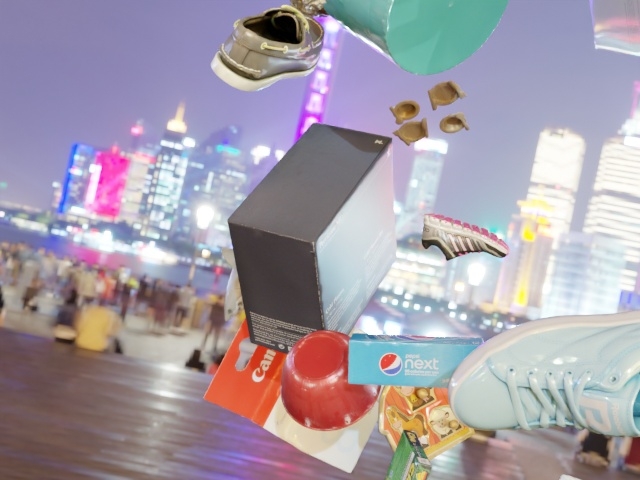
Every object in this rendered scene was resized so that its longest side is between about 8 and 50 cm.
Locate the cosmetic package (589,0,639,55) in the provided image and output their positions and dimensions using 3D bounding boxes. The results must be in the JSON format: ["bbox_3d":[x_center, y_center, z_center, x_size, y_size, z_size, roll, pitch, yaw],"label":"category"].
[{"bbox_3d":[0.537,-0.366,1.324,0.197,0.155,0.365,-10,13,6],"label":"cosmetic package"}]

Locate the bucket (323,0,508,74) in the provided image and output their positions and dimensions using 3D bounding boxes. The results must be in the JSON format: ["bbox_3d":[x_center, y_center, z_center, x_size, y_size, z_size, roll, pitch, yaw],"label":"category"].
[{"bbox_3d":[0.150,-0.403,1.379,0.281,0.281,0.183,15,27,-48],"label":"bucket"}]

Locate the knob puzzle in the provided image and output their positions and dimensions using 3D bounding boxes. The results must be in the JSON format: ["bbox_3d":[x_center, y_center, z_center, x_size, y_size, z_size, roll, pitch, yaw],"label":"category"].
[{"bbox_3d":[0.198,0.330,1.755,0.213,0.213,0.030,13,-14,-14],"label":"knob puzzle"}]

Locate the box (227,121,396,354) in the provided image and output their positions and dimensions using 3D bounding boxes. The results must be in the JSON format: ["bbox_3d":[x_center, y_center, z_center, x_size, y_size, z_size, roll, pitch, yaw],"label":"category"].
[{"bbox_3d":[0.000,0.000,1.721,0.179,0.312,0.343,15,43,22],"label":"box"}]

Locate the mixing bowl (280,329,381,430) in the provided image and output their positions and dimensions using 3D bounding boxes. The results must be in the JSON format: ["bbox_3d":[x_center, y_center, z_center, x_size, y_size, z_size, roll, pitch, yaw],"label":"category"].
[{"bbox_3d":[0.008,0.221,1.523,0.181,0.181,0.098,11,-33,23],"label":"mixing bowl"}]

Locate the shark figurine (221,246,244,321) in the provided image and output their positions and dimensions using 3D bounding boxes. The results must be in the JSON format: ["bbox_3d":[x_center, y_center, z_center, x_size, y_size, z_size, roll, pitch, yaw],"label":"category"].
[{"bbox_3d":[-0.169,0.040,2.055,0.116,0.166,0.278,24,34,4],"label":"shark figurine"}]

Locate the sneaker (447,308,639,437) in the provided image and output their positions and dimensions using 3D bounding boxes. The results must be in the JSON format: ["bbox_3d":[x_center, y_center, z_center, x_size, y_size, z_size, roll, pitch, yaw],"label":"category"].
[{"bbox_3d":[0.315,0.166,1.038,0.366,0.135,0.150,-19,14,21],"label":"sneaker"}]

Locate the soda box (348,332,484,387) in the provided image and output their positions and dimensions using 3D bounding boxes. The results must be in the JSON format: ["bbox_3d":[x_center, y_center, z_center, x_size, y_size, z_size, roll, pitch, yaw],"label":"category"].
[{"bbox_3d":[0.150,0.188,1.404,0.210,0.071,0.067,1,5,7],"label":"soda box"}]

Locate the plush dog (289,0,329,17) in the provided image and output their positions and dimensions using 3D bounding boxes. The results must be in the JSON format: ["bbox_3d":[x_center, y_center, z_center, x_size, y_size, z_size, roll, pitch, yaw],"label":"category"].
[{"bbox_3d":[-0.046,-0.570,1.788,0.225,0.210,0.262,16,11,-14],"label":"plush dog"}]

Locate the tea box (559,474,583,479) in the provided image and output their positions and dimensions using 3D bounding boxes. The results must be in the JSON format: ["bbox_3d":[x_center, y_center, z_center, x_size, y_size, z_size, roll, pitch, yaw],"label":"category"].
[{"bbox_3d":[0.462,0.565,1.300,0.323,0.329,0.220,16,-18,27],"label":"tea box"}]

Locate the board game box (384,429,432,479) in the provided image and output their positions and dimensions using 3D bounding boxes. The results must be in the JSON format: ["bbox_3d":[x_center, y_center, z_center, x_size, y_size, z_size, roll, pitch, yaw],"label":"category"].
[{"bbox_3d":[0.120,0.466,1.518,0.030,0.259,0.136,18,10,-7],"label":"board game box"}]

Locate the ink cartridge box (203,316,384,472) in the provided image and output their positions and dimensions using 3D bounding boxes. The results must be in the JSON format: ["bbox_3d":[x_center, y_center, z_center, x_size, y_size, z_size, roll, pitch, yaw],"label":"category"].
[{"bbox_3d":[-0.026,0.316,2.061,0.385,0.308,0.091,29,-3,-19],"label":"ink cartridge box"}]

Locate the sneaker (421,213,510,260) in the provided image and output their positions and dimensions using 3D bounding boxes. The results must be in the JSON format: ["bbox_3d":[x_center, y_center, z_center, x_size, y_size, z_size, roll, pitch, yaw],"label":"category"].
[{"bbox_3d":[0.262,0.008,1.654,0.170,0.075,0.063,19,16,5],"label":"sneaker"}]

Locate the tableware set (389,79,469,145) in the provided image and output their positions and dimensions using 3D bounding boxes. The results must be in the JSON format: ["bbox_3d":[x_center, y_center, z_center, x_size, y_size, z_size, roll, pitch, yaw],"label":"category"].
[{"bbox_3d":[0.219,-0.253,1.806,0.169,0.020,0.141,-18,-38,14],"label":"tableware set"}]

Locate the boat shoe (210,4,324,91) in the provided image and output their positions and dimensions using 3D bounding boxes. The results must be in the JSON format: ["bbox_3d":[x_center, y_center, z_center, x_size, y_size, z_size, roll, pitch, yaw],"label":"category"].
[{"bbox_3d":[-0.063,-0.322,1.441,0.109,0.091,0.305,38,33,7],"label":"boat shoe"}]
